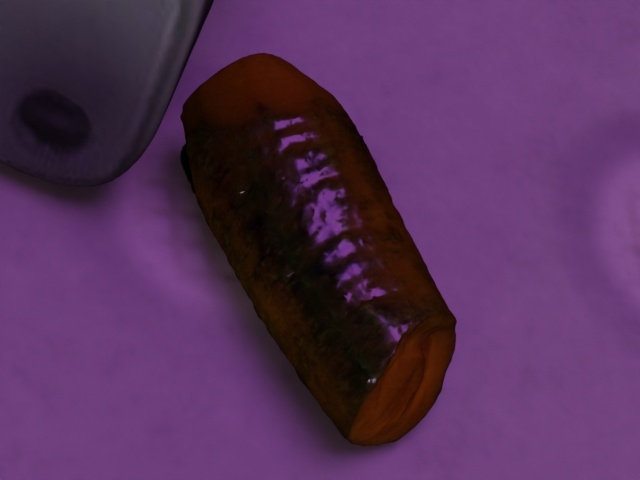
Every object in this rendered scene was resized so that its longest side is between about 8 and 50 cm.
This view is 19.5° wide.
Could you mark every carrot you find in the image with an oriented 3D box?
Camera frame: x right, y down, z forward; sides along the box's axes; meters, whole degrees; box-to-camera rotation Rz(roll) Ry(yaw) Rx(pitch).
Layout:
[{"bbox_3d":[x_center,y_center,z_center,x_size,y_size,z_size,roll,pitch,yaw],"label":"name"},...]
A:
[{"bbox_3d":[0.000,0.000,0.811,0.082,0.082,0.173,-22,67,-30],"label":"carrot"}]

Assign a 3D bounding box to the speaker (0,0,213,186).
[{"bbox_3d":[-0.218,-0.206,0.807,0.406,0.183,0.184,26,49,-2],"label":"speaker"}]
